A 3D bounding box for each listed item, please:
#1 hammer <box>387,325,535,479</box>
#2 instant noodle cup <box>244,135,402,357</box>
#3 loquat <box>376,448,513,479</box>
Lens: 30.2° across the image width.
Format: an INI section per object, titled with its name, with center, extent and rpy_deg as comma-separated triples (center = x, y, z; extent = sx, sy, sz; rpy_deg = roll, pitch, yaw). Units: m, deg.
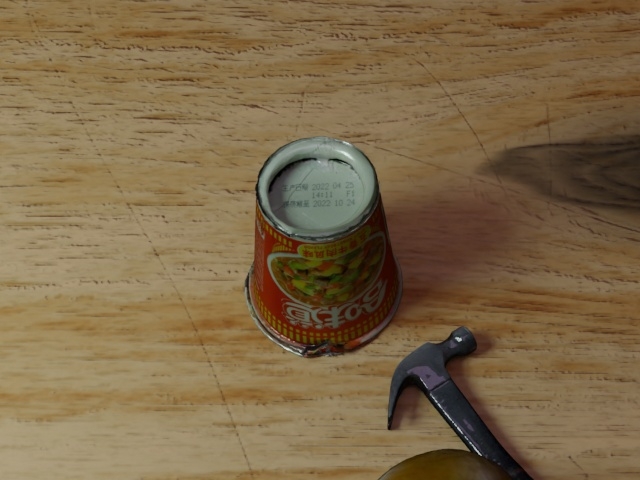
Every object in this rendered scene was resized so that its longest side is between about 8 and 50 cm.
[hammer]
center = 0.177, 0.232, 1.263
extent = 0.137, 0.037, 0.289
rpy_deg = -28, 61, -15
[instant noodle cup]
center = 0.000, 0.000, 1.312
extent = 0.193, 0.212, 0.193
rpy_deg = -1, 59, 2
[loquat]
center = 0.103, 0.311, 1.141
extent = 0.179, 0.179, 0.227
rpy_deg = 28, 71, 18
